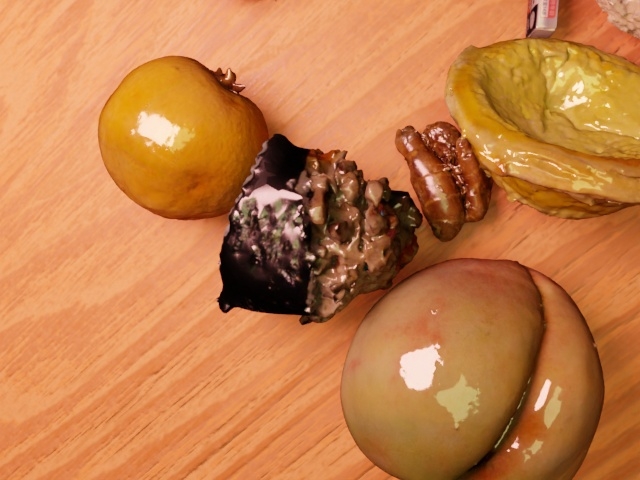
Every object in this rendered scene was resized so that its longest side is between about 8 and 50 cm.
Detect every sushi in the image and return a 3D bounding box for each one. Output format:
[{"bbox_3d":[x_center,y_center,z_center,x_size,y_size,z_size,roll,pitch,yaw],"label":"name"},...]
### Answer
[{"bbox_3d":[0.005,0.002,0.658,0.219,0.238,0.225,18,114,1],"label":"sushi"}]

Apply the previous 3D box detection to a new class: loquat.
[{"bbox_3d":[-0.170,-0.126,0.686,0.208,0.208,0.208,1,94,8],"label":"loquat"}]

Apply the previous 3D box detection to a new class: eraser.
[{"bbox_3d":[0.281,-0.318,0.685,0.029,0.052,0.122,4,94,6],"label":"eraser"}]

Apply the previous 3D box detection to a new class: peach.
[{"bbox_3d":[0.174,0.160,0.635,0.292,0.247,0.292,2,79,-8],"label":"peach"}]

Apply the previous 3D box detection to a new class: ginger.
[{"bbox_3d":[0.166,-0.087,0.705,0.103,0.073,0.162,-24,89,8],"label":"ginger"}]

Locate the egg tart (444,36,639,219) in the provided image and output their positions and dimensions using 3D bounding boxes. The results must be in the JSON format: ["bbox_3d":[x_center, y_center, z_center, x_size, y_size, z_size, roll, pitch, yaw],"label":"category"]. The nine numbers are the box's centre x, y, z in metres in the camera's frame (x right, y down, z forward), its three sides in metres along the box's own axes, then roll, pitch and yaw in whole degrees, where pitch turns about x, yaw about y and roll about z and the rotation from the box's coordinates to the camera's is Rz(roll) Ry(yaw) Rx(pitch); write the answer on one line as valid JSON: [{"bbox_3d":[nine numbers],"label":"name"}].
[{"bbox_3d":[0.278,-0.120,0.623,0.315,0.315,0.120,16,135,6],"label":"egg tart"}]

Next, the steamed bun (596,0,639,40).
[{"bbox_3d":[0.377,-0.299,0.601,0.225,0.200,0.170,33,80,8],"label":"steamed bun"}]
